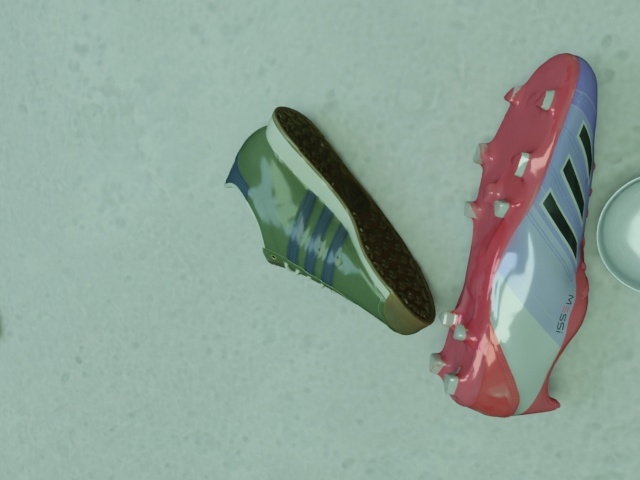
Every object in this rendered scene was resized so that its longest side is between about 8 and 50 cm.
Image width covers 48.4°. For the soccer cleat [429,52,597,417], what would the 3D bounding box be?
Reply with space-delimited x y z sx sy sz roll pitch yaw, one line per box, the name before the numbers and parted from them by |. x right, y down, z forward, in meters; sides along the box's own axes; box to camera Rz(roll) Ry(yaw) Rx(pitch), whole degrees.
soccer cleat | 0.147 0.004 0.481 0.095 0.083 0.248 11 102 -13

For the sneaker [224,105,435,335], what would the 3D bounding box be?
sneaker | 0.000 0.000 0.537 0.086 0.064 0.192 -37 87 30

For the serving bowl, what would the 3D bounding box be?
serving bowl | 0.225 -0.006 0.467 0.083 0.027 0.083 5 103 20
